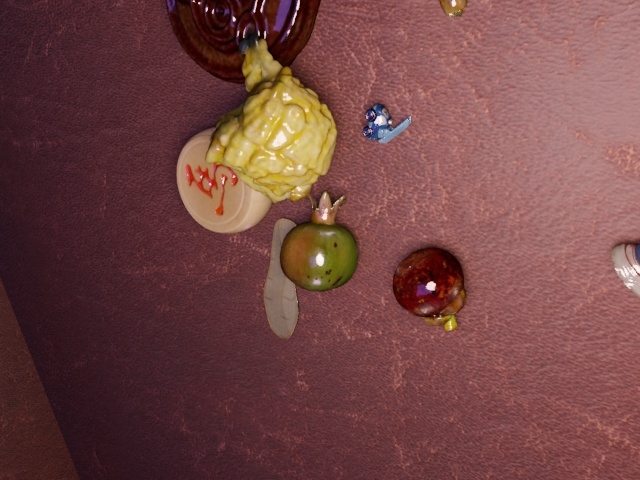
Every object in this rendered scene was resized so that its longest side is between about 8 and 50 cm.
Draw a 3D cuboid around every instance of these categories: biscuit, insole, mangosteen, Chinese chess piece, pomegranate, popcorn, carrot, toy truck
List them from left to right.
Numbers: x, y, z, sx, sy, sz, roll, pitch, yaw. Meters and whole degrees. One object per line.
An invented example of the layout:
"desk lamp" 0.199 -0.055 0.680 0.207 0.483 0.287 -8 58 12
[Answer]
"Chinese chess piece" -0.237 -0.147 1.278 0.273 0.102 0.274 12 113 30
"biscuit" -0.187 -0.549 1.108 0.407 0.091 0.408 12 114 30
"popcorn" -0.101 -0.220 1.071 0.292 0.237 0.293 -19 60 37
"insole" -0.098 0.105 1.336 0.119 0.009 0.349 20 117 27
"pomegranate" 0.000 0.000 1.144 0.181 0.181 0.224 7 94 31
"toy truck" 0.135 -0.235 1.039 0.090 0.056 0.073 14 119 14
"carrot" 0.201 -0.515 0.902 0.049 0.049 0.255 -20 91 36
"mangosteen" 0.239 0.097 1.048 0.181 0.156 0.146 32 98 -14

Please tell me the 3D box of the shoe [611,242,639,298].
"shoe" 0.589 0.073 0.824 0.228 0.099 0.125 50 129 13
